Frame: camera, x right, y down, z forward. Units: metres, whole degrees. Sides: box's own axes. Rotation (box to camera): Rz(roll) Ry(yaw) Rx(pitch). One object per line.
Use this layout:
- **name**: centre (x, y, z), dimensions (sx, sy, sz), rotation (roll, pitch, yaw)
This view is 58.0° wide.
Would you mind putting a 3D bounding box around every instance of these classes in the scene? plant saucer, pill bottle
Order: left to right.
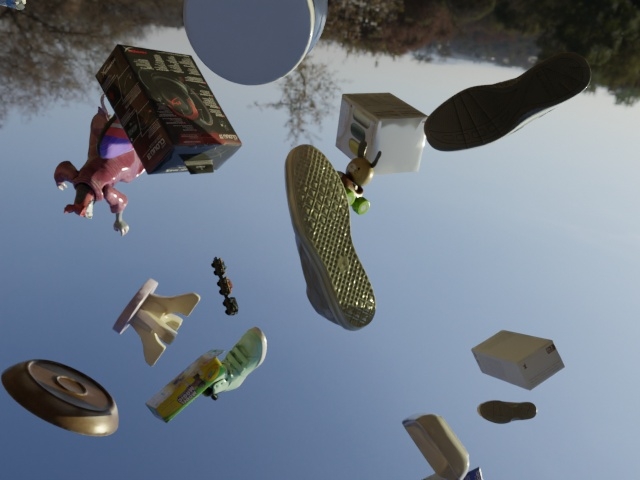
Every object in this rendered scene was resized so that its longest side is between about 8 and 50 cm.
- **plant saucer**: centre (-0.639, 0.382, 1.454), dimensions (0.310, 0.050, 0.310), rotation (33, 176, 2)
- **pill bottle**: centre (-0.096, -0.421, 0.979), dimensions (0.223, 0.224, 0.392), rotation (6, -145, -1)

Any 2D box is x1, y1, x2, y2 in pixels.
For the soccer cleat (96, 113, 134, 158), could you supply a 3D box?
- **soccer cleat**: centre (-0.456, -0.297, 1.528), dimensions (0.116, 0.109, 0.318), rotation (28, -139, 9)

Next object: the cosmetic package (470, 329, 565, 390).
- **cosmetic package**: centre (0.501, 0.302, 1.485), dimensions (0.117, 0.086, 0.231), rotation (-28, -174, -12)

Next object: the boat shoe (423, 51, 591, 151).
- **boat shoe**: centre (0.360, -0.259, 1.133), dimensions (0.320, 0.118, 0.103), rotation (-26, 172, 12)

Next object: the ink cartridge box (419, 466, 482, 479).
- **ink cartridge box**: centre (0.252, 0.663, 1.355), dimensions (0.310, 0.186, 0.065), rotation (-15, -176, -18)

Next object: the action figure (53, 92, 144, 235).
- **action figure**: centre (-0.610, -0.197, 1.656), dimensions (0.248, 0.276, 0.370), rotation (27, -141, -16)

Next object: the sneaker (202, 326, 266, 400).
- **sneaker**: centre (-0.262, 0.370, 1.706), dimensions (0.094, 0.256, 0.151), rotation (43, -153, 22)

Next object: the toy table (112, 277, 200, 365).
- **toy table**: centre (-0.495, 0.232, 1.720), dimensions (0.160, 0.252, 0.274), rotation (35, -169, -9)

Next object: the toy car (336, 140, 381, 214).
- **toy car**: centre (0.100, -0.200, 1.700), dimensions (0.148, 0.188, 0.155), rotation (24, -166, -48)

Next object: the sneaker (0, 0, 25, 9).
- **sneaker**: centre (-0.600, -0.531, 1.066), dimensions (0.082, 0.191, 0.071), rotation (1, -172, -9)

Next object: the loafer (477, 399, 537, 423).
- **loafer**: centre (0.364, 0.338, 1.144), dimensions (0.125, 0.045, 0.039), rotation (3, 169, -13)

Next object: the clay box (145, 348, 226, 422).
- **clay box**: centre (-0.336, 0.368, 1.489), dimensions (0.222, 0.053, 0.127), rotation (-39, -169, -27)

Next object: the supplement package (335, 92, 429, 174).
- **supplement package**: centre (0.203, -0.370, 1.974), dimensions (0.197, 0.200, 0.263), rotation (-8, -147, -24)

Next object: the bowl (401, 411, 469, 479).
- **bowl**: centre (0.228, 0.393, 1.121), dimensions (0.053, 0.142, 0.142), rotation (-33, -101, -14)

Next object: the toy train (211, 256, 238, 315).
- **toy train**: centre (-0.226, 0.108, 1.380), dimensions (0.036, 0.027, 0.158), rotation (10, -130, -47)

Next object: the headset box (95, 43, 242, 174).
- **headset box**: centre (-0.325, -0.274, 1.283), dimensions (0.218, 0.110, 0.293), rotation (-17, -107, -56)

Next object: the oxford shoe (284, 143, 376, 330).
- **oxford shoe**: centre (0.000, 0.000, 1.356), dimensions (0.169, 0.450, 0.130), rotation (-22, -174, -35)
